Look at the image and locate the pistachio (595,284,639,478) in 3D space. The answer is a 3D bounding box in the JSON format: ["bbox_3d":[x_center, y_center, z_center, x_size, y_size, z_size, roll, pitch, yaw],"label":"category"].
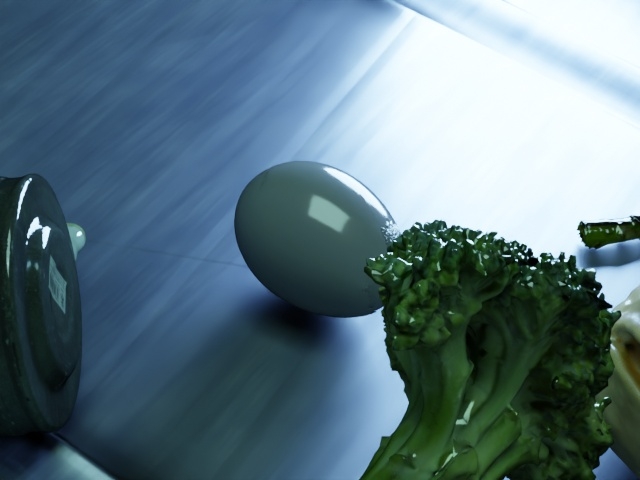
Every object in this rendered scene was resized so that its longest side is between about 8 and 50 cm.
[{"bbox_3d":[0.367,0.161,1.792,0.187,0.187,0.299,-18,52,-28],"label":"pistachio"}]

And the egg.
[{"bbox_3d":[0.000,0.000,1.944,0.198,0.146,0.146,39,48,24],"label":"egg"}]

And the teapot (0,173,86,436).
[{"bbox_3d":[-0.350,0.036,1.783,0.239,0.239,0.322,-4,44,7],"label":"teapot"}]

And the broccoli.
[{"bbox_3d":[0.113,0.186,1.682,0.353,0.397,0.275,12,1,-36],"label":"broccoli"}]

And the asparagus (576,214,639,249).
[{"bbox_3d":[0.363,-0.017,2.117,0.165,0.030,0.036,-10,32,-20],"label":"asparagus"}]
